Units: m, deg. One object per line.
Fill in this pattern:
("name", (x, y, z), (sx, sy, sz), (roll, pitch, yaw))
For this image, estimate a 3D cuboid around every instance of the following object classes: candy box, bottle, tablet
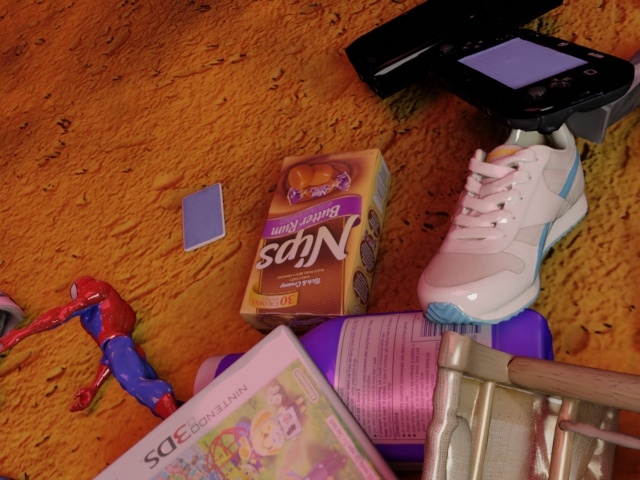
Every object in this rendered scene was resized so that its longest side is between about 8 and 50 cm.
("candy box", (0.000, 0.000, 0.633), (0.109, 0.053, 0.187), (-2, 59, 25))
("bottle", (0.035, 0.118, 0.505), (0.282, 0.092, 0.118), (-8, 56, 23))
("tablet", (-0.137, -0.028, 0.752), (0.054, 0.006, 0.083), (-21, 52, 12))

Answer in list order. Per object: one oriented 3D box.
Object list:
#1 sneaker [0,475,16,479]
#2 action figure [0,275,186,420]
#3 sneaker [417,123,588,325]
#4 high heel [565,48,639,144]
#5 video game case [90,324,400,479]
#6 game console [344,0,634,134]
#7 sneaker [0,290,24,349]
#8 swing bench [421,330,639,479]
("sneaker", (-0.363, 0.251, 0.640), (0.144, 0.059, 0.053), (-3, 55, 25))
("action figure", (-0.215, 0.139, 0.619), (0.139, 0.091, 0.280), (-35, 49, -10))
("sneaker", (0.135, -0.019, 0.495), (0.087, 0.092, 0.228), (0, 31, 39))
("high heel", (0.351, -0.084, 0.502), (0.186, 0.093, 0.261), (-34, 59, -25))
("video game case", (-0.041, 0.196, 0.431), (0.193, 0.023, 0.212), (-39, 63, 0))
("game console", (0.162, -0.187, 0.613), (0.213, 0.044, 0.361), (-28, 31, 1))
("sneaker", (-0.440, 0.184, 0.692), (0.131, 0.112, 0.319), (1, 60, 31))
("swing bench", (0.170, 0.196, 0.302), (0.254, 0.165, 0.254), (6, 78, 34))
